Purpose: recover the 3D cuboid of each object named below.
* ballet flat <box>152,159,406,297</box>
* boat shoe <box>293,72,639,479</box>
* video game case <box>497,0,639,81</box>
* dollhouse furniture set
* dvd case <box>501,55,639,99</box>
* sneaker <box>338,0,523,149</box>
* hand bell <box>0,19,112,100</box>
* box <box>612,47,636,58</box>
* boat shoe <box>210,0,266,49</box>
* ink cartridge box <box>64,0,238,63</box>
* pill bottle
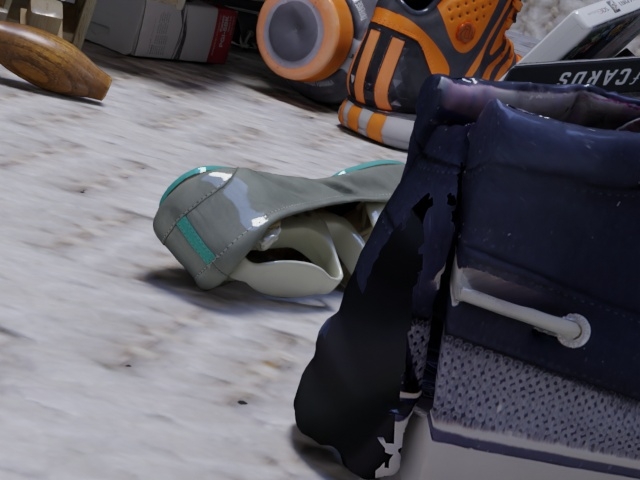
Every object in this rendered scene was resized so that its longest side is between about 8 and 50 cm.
[{"bbox_3d":[0.000,0.000,0.851,0.213,0.072,0.068,-2,50,-52],"label":"ballet flat"},{"bbox_3d":[0.167,0.033,0.661,0.340,0.158,0.127,9,15,-27],"label":"boat shoe"},{"bbox_3d":[0.175,-0.126,1.256,0.022,0.190,0.173,53,37,8],"label":"video game case"},{"bbox_3d":[-0.202,-0.166,1.297,0.182,0.101,0.161,12,38,-17],"label":"dollhouse furniture set"},{"bbox_3d":[0.208,0.004,0.736,0.179,0.029,0.239,1,-38,47],"label":"dvd case"},{"bbox_3d":[0.161,-0.166,1.452,0.124,0.180,0.321,26,16,37],"label":"sneaker"},{"bbox_3d":[-0.259,-0.160,1.151,0.242,0.126,0.126,24,10,-19],"label":"hand bell"},{"bbox_3d":[0.291,-0.068,1.295,0.162,0.029,0.116,52,-3,28],"label":"box"},{"bbox_3d":[-0.082,-0.221,1.717,0.206,0.075,0.065,21,56,-2],"label":"boat shoe"},{"bbox_3d":[-0.159,-0.206,1.516,0.099,0.056,0.135,24,15,31],"label":"ink cartridge box"},{"bbox_3d":[0.040,-0.190,1.526,0.130,0.130,0.245,23,15,28],"label":"pill bottle"}]
